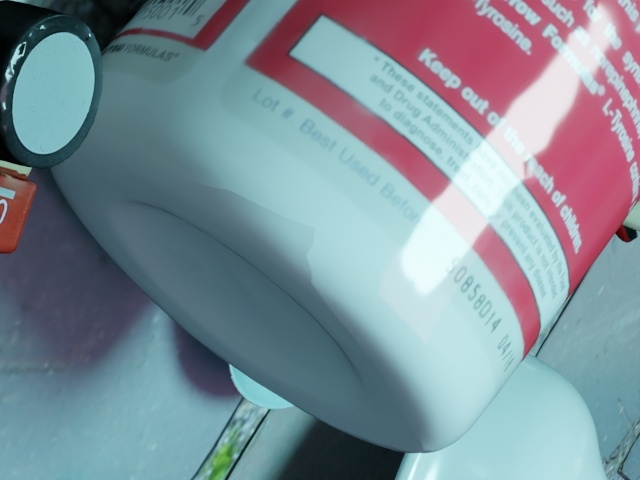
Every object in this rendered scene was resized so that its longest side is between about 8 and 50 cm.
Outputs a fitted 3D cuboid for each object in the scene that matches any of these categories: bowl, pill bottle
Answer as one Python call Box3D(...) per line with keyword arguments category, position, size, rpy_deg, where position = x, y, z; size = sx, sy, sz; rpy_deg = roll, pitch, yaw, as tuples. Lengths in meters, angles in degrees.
Box3D(category="bowl", position=(0.114, 0.206, 1.210), size=(0.298, 0.134, 0.297), rpy_deg=(20, 90, -79))
Box3D(category="pill bottle", position=(0.083, -0.124, 0.859), size=(0.407, 0.229, 0.229), rpy_deg=(-51, 150, -17))

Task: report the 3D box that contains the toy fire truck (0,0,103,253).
Box3D(category="toy fire truck", position=(-0.216, 0.009, 0.612), size=(0.217, 0.159, 0.246), rpy_deg=(18, 89, -61))

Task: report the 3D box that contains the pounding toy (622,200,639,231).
Box3D(category="pounding toy", position=(0.170, -0.110, 1.109), size=(0.110, 0.183, 0.236), rpy_deg=(130, -22, -74))

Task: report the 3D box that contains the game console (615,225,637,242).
Box3D(category="game console", position=(0.194, -0.089, 1.226), size=(0.085, 0.124, 0.144), rpy_deg=(-32, 149, 3))

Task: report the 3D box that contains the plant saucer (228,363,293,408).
Box3D(category="plant saucer", position=(0.000, 0.000, 1.036), size=(0.195, 0.037, 0.195), rpy_deg=(-39, 145, -34))
